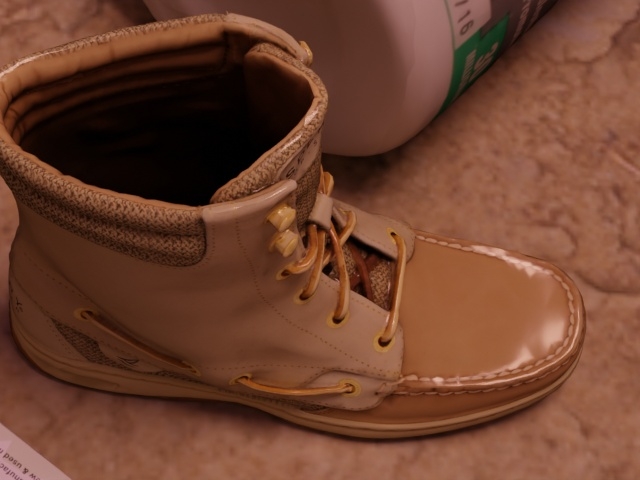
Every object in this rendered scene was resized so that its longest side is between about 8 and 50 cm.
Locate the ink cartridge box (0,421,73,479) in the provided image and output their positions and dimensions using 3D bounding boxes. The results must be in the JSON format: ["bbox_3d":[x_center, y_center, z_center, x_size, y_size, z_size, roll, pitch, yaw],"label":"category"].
[{"bbox_3d":[-0.131,0.128,0.440,0.056,0.099,0.135,36,67,9],"label":"ink cartridge box"}]

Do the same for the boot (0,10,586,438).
[{"bbox_3d":[0.000,0.000,0.569,0.262,0.203,0.095,7,63,-4],"label":"boot"}]

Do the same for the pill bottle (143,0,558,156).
[{"bbox_3d":[0.083,-0.224,0.697,0.204,0.204,0.361,41,65,12],"label":"pill bottle"}]
